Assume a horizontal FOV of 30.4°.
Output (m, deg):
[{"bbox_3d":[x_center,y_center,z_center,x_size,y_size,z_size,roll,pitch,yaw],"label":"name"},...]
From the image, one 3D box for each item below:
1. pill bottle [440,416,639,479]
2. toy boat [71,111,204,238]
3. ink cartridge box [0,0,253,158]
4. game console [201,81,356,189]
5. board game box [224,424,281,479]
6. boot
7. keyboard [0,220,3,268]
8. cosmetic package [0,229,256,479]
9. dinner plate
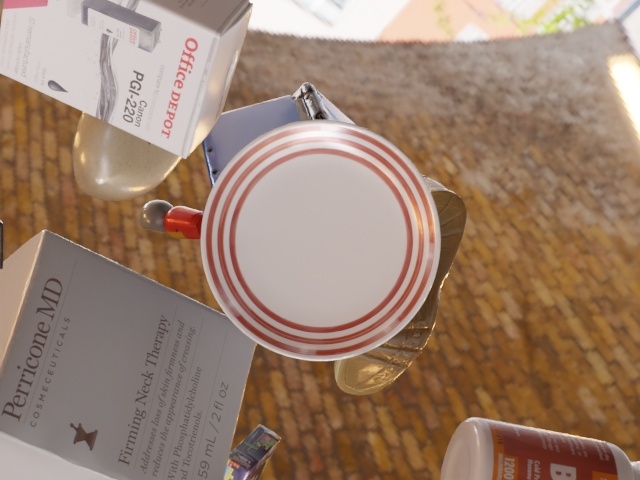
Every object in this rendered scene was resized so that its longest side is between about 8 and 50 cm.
[{"bbox_3d":[0.240,0.255,1.191,0.216,0.121,0.121,11,-142,-10],"label":"pill bottle"},{"bbox_3d":[-0.293,-0.126,1.945,0.267,0.148,0.318,-49,-49,-33],"label":"toy boat"},{"bbox_3d":[-0.192,-0.199,1.141,0.218,0.158,0.092,24,-139,2],"label":"ink cartridge box"},{"bbox_3d":[-0.023,-0.093,1.750,0.250,0.173,0.293,39,-162,-31],"label":"game console"},{"bbox_3d":[-0.141,0.405,1.943,0.048,0.170,0.141,30,-158,9],"label":"board game box"},{"bbox_3d":[0.056,0.025,1.363,0.095,0.262,0.203,9,-159,-29],"label":"boot"},{"bbox_3d":[-0.519,0.024,1.582,0.180,0.108,0.023,-3,-150,-22],"label":"keyboard"},{"bbox_3d":[-0.372,0.249,1.851,0.394,0.327,0.329,28,-124,-27],"label":"cosmetic package"},{"bbox_3d":[0.000,0.000,0.692,0.141,0.141,0.017,48,-177,5],"label":"dinner plate"}]
